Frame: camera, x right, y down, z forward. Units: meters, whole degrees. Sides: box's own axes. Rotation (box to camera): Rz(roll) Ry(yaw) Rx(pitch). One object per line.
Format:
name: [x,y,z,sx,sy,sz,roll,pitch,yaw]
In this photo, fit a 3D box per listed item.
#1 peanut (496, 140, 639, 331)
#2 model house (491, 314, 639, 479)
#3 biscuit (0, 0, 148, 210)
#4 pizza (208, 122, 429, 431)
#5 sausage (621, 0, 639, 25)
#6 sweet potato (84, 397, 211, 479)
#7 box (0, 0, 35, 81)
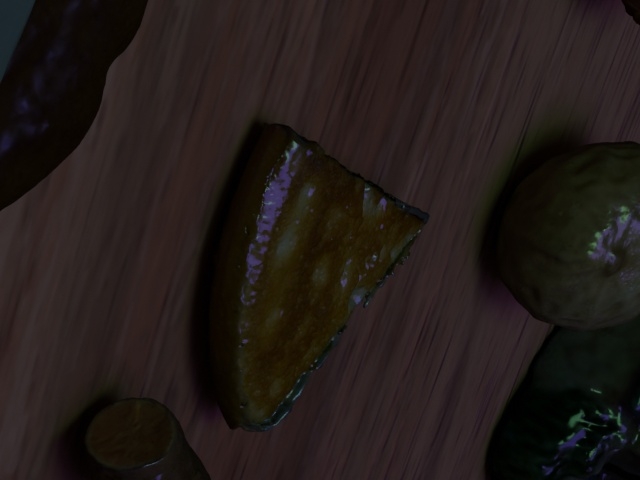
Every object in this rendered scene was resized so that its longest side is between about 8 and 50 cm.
peanut: [0.188,-0.002,1.063,0.159,0.109,0.140,-3,116,-58]
model house: [0.328,0.184,1.276,0.243,0.284,0.298,-59,150,-15]
biscuit: [-0.138,-0.090,0.564,0.212,0.036,0.212,-36,141,-36]
pizza: [0.000,0.000,0.853,0.176,0.036,0.184,-36,140,-40]
sausage: [0.244,-0.244,0.938,0.133,0.133,0.258,-26,131,-45]
sweet potato: [-0.079,0.186,0.860,0.067,0.059,0.281,-54,151,-37]
box: [-0.255,-0.031,0.361,0.373,0.090,0.367,17,99,-52]
